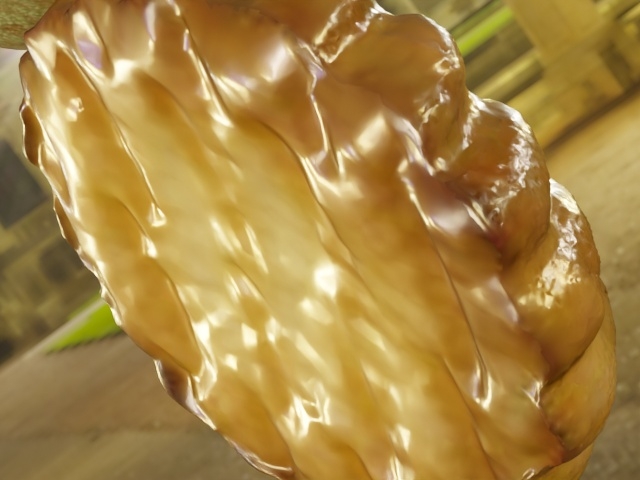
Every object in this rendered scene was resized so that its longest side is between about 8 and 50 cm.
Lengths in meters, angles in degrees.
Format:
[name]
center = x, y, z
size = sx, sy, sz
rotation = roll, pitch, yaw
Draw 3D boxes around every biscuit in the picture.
[biscuit]
center = 0.000, 0.000, 0.746
size = 0.107, 0.326, 0.325
rotation = -43, 8, -32

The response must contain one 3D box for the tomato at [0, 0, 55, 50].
[tomato]
center = -0.149, -0.227, 0.924
size = 0.270, 0.222, 0.270
rotation = -46, -8, -9
